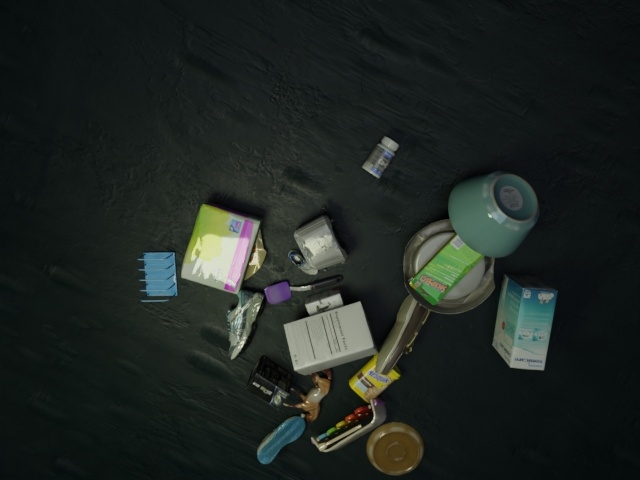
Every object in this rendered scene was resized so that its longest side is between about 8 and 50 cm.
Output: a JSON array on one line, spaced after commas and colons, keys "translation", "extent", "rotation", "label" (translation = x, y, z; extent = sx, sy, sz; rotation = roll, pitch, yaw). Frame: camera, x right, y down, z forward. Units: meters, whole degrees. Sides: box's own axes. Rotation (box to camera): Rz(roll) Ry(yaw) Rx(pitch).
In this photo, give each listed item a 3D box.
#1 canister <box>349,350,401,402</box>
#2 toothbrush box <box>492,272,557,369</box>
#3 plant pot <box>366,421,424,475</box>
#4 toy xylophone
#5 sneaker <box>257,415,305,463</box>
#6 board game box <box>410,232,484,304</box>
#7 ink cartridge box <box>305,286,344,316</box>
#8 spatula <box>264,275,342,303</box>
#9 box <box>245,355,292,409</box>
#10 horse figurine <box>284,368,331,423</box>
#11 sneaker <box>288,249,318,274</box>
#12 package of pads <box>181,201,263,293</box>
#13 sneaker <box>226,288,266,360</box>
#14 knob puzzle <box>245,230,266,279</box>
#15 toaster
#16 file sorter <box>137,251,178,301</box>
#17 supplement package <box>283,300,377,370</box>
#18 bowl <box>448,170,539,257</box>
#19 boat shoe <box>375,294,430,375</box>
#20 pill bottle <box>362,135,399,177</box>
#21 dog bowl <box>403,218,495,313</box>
[{"translation": [0.209, 0.533, 1.955], "extent": [0.126, 0.073, 0.170], "rotation": [43, 100, -6], "label": "canister"}, {"translation": [0.734, 0.288, 1.827], "extent": [0.126, 0.216, 0.295], "rotation": [4, 101, 1], "label": "toothbrush box"}, {"translation": [0.304, 0.847, 2.028], "extent": [0.237, 0.032, 0.236], "rotation": [0, 100, 1], "label": "plant pot"}, {"translation": [0.108, 0.709, 1.913], "extent": [0.323, 0.236, 0.081], "rotation": [-34, 62, 8], "label": "toy xylophone"}, {"translation": [-0.161, 0.778, 2.003], "extent": [0.229, 0.092, 0.087], "rotation": [-38, 95, -12], "label": "sneaker"}, {"translation": [0.444, 0.099, 1.778], "extent": [0.124, 0.039, 0.259], "rotation": [42, 99, -2], "label": "board game box"}, {"translation": [0.017, 0.230, 1.891], "extent": [0.135, 0.099, 0.056], "rotation": [-18, 100, 5], "label": "ink cartridge box"}, {"translation": [-0.060, 0.179, 1.913], "extent": [0.297, 0.030, 0.084], "rotation": [-12, 118, 1], "label": "spatula"}, {"translation": [-0.190, 0.534, 1.908], "extent": [0.147, 0.180, 0.077], "rotation": [34, 97, -5], "label": "box"}, {"translation": [-0.034, 0.583, 1.968], "extent": [0.175, 0.066, 0.263], "rotation": [30, 94, -14], "label": "horse figurine"}, {"translation": [-0.066, 0.090, 1.889], "extent": [0.135, 0.058, 0.052], "rotation": [35, 99, -5], "label": "sneaker"}, {"translation": [-0.363, 0.026, 1.832], "extent": [0.229, 0.101, 0.296], "rotation": [18, 99, -2], "label": "package of pads"}, {"translation": [-0.307, 0.316, 1.925], "extent": [0.122, 0.110, 0.282], "rotation": [23, 93, 9], "label": "sneaker"}, {"translation": [-0.298, 0.053, 1.902], "extent": [0.213, 0.030, 0.213], "rotation": [0, 100, 1], "label": "knob puzzle"}, {"translation": [0.000, 0.000, 1.837], "extent": [0.147, 0.129, 0.226], "rotation": [-26, 100, 8], "label": "toaster"}, {"translation": [-0.612, 0.136, 1.886], "extent": [0.118, 0.104, 0.170], "rotation": [-1, 100, 1], "label": "file sorter"}, {"translation": [0.041, 0.362, 1.848], "extent": [0.293, 0.177, 0.175], "rotation": [-17, 67, 4], "label": "supplement package"}, {"translation": [0.613, -0.112, 1.711], "extent": [0.312, 0.163, 0.311], "rotation": [6, 68, -17], "label": "bowl"}, {"translation": [0.309, 0.362, 1.877], "extent": [0.097, 0.116, 0.324], "rotation": [29, 80, -10], "label": "boat shoe"}, {"translation": [0.217, -0.299, 1.804], "extent": [0.078, 0.078, 0.137], "rotation": [33, 100, -4], "label": "pill bottle"}, {"translation": [0.468, 0.087, 1.843], "extent": [0.349, 0.102, 0.348], "rotation": [1, 101, 7], "label": "dog bowl"}]
